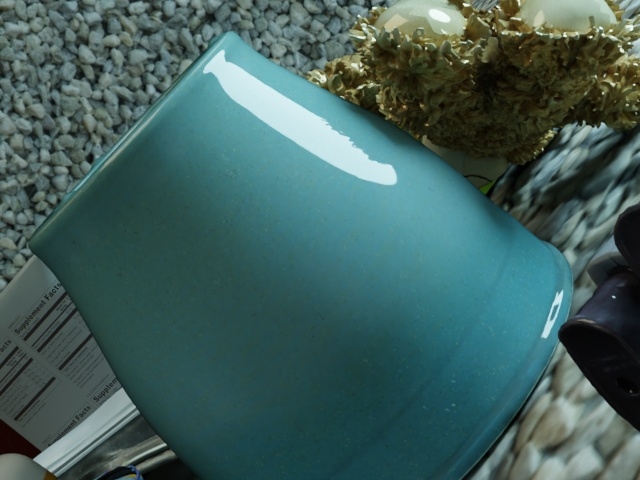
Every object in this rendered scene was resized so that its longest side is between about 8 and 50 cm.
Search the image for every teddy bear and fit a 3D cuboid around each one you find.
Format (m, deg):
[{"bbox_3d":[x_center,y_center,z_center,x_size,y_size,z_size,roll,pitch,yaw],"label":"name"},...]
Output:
[{"bbox_3d":[0.112,-0.102,0.790,0.245,0.113,0.338,-9,-4,-14],"label":"teddy bear"}]

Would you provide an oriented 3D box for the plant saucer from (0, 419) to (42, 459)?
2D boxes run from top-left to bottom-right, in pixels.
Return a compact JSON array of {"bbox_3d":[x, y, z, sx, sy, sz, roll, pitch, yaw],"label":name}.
[{"bbox_3d":[-0.389,0.253,1.220,0.048,0.258,0.259,9,42,33],"label":"plant saucer"}]

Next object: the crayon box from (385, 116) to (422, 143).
[{"bbox_3d":[0.000,0.000,1.020,0.278,0.081,0.165,-66,12,-8],"label":"crayon box"}]

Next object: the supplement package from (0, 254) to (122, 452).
[{"bbox_3d":[-0.213,0.114,1.185,0.198,0.263,0.199,-45,10,25],"label":"supplement package"}]

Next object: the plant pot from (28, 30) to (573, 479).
[{"bbox_3d":[-0.030,0.021,0.696,0.271,0.255,0.271,-44,13,13],"label":"plant pot"}]

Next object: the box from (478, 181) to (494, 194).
[{"bbox_3d":[0.099,-0.037,1.030,0.109,0.042,0.178,-51,9,-15],"label":"box"}]

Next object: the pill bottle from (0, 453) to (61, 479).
[{"bbox_3d":[-0.181,0.218,0.673,0.136,0.246,0.136,-48,9,10],"label":"pill bottle"}]

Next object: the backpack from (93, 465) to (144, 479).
[{"bbox_3d":[-0.171,0.263,0.842,0.173,0.117,0.158,-52,9,-14],"label":"backpack"}]

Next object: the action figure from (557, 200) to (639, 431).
[{"bbox_3d":[0.201,-0.052,0.478,0.285,0.099,0.185,-50,1,-30],"label":"action figure"}]

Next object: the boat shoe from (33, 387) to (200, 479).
[{"bbox_3d":[-0.202,0.246,1.033,0.335,0.121,0.119,-48,43,21],"label":"boat shoe"}]
